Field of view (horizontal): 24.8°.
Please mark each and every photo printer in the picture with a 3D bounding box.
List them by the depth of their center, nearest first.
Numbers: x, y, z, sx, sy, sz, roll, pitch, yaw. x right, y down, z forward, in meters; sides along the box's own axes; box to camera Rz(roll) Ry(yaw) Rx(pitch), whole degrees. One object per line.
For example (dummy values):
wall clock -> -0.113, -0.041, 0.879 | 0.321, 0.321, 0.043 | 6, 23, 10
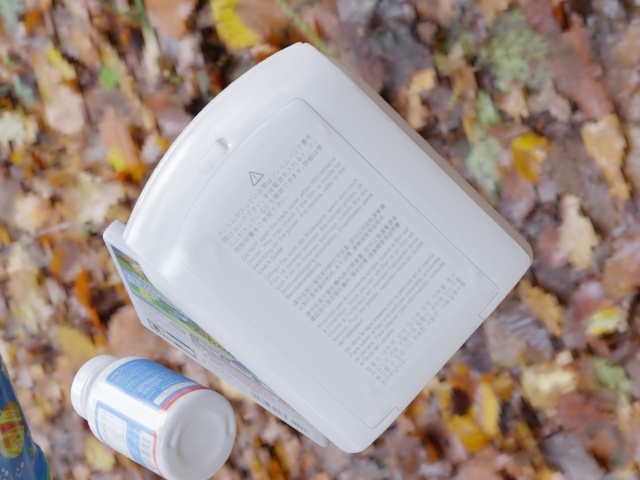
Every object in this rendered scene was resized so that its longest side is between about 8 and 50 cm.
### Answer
photo printer -> 0.000, 0.000, 1.277 | 0.307, 0.256, 0.107 | 42, 178, -18

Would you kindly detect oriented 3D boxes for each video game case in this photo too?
video game case -> -0.123, 0.127, 1.899 | 0.329, 0.036, 0.300 | 33, 161, 17

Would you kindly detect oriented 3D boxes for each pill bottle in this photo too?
pill bottle -> -0.219, 0.219, 1.854 | 0.221, 0.124, 0.124 | 20, 124, 45

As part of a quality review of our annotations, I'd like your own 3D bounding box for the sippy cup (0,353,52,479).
sippy cup -> -0.422, 0.210, 1.592 | 0.305, 0.240, 0.224 | 14, 127, 22
